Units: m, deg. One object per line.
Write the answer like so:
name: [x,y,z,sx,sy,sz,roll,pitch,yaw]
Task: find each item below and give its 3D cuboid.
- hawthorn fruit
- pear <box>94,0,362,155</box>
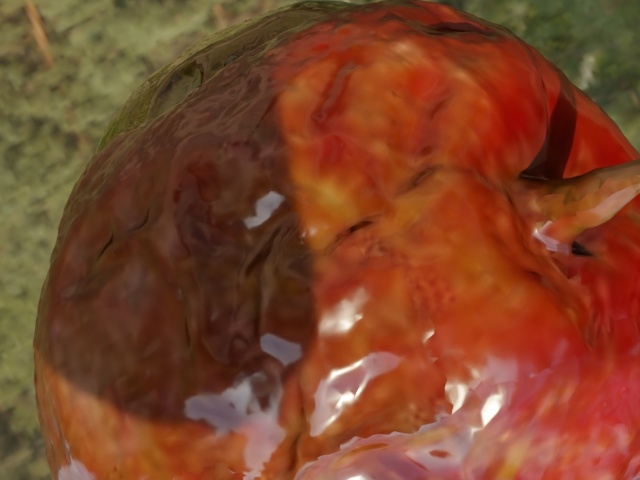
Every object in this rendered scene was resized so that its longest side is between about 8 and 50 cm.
hawthorn fruit: [0.031,0.014,0.404,0.207,0.207,0.243,-31,177,-41]
pear: [0.000,0.000,0.760,0.269,0.269,0.321,-28,148,-16]
